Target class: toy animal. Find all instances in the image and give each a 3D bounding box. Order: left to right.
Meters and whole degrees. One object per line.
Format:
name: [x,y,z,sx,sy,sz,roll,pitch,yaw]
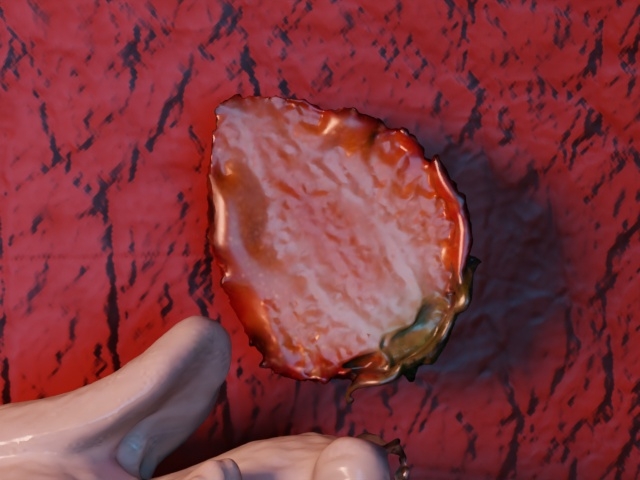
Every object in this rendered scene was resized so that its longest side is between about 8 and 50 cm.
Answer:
toy animal: [-0.093,0.161,1.026,0.289,0.174,0.249,23,101,-16]

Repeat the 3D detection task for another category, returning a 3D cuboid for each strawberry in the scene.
strawberry: [0.000,0.000,1.083,0.146,0.082,0.187,-41,96,-14]
